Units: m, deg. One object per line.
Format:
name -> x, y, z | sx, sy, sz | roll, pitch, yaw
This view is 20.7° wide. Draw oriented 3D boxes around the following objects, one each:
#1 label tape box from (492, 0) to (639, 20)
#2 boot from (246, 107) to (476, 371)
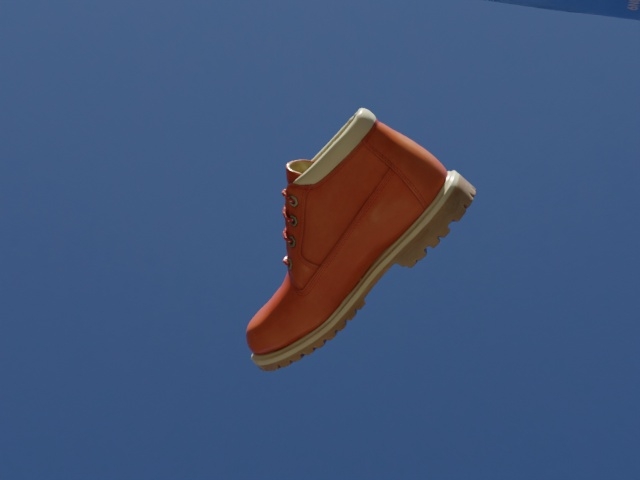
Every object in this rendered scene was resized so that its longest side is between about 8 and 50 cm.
label tape box -> 0.088, -0.230, 0.811 | 0.115, 0.249, 0.348 | -14, -106, -2
boot -> 0.000, 0.000, 0.940 | 0.084, 0.059, 0.158 | 40, -70, -10
